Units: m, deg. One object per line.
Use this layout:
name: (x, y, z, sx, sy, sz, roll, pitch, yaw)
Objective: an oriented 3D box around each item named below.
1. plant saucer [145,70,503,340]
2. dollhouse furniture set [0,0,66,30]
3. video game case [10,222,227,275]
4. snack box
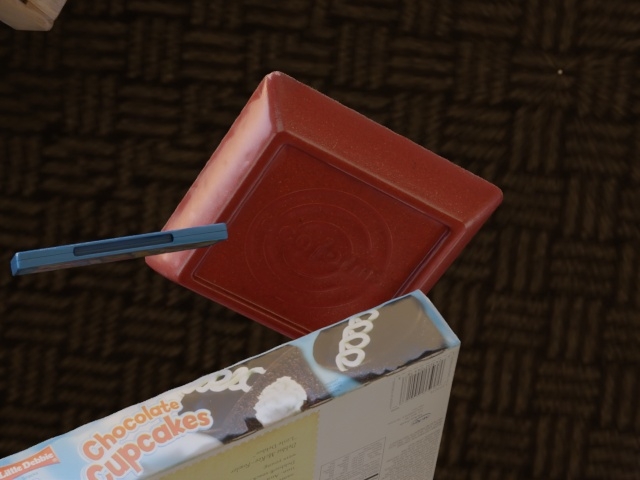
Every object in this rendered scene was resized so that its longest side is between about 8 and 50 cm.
plant saucer: (0.000, 0.000, 1.649, 0.258, 0.047, 0.259, 27, 122, -16)
dollhouse furniture set: (-0.291, -0.328, 1.305, 0.198, 0.303, 0.286, 38, 71, -38)
video game case: (-0.166, 0.008, 1.413, 0.166, 0.119, 0.015, -8, 88, -13)
snack box: (-0.065, 0.164, 1.137, 0.322, 0.187, 0.060, -21, 52, -24)
